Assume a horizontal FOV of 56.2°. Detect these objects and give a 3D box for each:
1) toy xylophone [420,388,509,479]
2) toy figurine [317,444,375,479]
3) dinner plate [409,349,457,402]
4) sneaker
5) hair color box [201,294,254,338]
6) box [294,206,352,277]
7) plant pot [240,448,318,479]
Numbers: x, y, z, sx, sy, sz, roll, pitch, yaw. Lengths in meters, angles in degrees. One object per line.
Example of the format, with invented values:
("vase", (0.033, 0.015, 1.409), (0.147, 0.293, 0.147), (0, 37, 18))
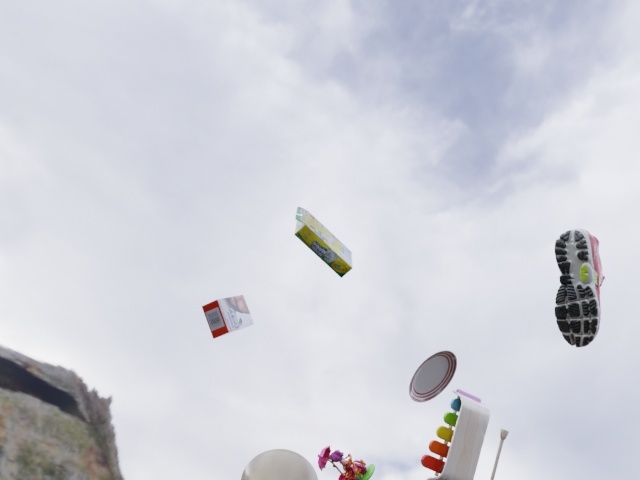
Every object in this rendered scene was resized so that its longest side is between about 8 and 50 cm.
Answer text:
("toy xylophone", (0.469, 0.657, 1.922), (0.236, 0.322, 0.081), (35, -20, -15))
("toy figurine", (0.068, 0.747, 1.994), (0.159, 0.130, 0.173), (41, -54, -6))
("dinner plate", (0.253, 0.306, 1.363), (0.017, 0.141, 0.141), (37, -19, 47))
("sneaker", (0.626, 0.111, 1.408), (0.118, 0.279, 0.107), (4, -4, -38))
("hair color box", (-0.247, 0.202, 1.618), (0.053, 0.167, 0.093), (-23, -96, 14))
("box", (0.000, 0.000, 1.418), (0.043, 0.105, 0.179), (-41, -76, 15))
("plant pot", (-0.147, 0.894, 2.062), (0.284, 0.191, 0.284), (0, -84, 0))
